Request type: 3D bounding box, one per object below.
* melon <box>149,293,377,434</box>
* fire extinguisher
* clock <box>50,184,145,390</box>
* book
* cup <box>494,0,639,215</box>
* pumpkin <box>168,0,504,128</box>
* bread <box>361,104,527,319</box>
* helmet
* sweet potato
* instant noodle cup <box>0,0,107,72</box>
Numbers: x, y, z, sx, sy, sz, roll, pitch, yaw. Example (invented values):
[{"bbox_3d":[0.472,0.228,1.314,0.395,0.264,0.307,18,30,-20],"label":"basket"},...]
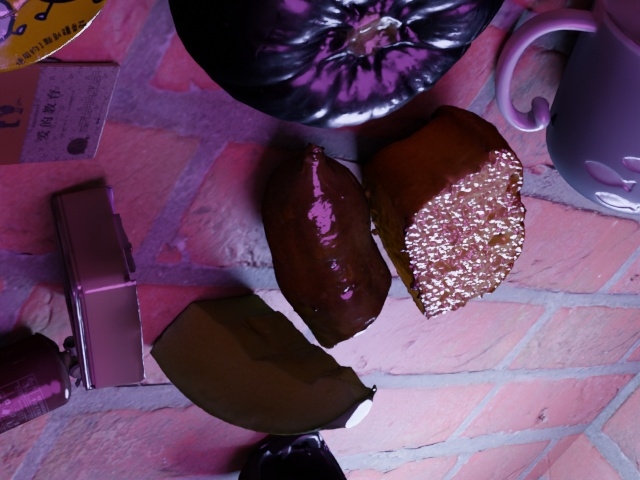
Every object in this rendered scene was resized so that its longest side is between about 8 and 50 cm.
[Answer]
[{"bbox_3d":[-0.058,0.178,1.339,0.196,0.323,0.124,-15,121,-37],"label":"melon"},{"bbox_3d":[-0.380,0.181,1.208,0.269,0.105,0.105,-24,145,-21],"label":"fire extinguisher"},{"bbox_3d":[-0.244,0.054,1.136,0.071,0.147,0.192,-10,141,-16],"label":"clock"},{"bbox_3d":[-0.285,-0.122,1.002,0.172,0.012,0.118,-8,136,-39],"label":"book"},{"bbox_3d":[0.408,-0.200,1.411,0.356,0.259,0.274,6,136,-7],"label":"cup"},{"bbox_3d":[0.016,-0.260,0.932,0.315,0.238,0.315,-10,138,-9],"label":"pumpkin"},{"bbox_3d":[0.155,-0.051,1.376,0.194,0.179,0.340,-32,150,-7],"label":"bread"},{"bbox_3d":[-0.042,0.432,1.773,0.216,0.189,0.193,1,139,-39],"label":"helmet"},{"bbox_3d":[0.000,0.000,1.318,0.157,0.158,0.370,-32,137,-9],"label":"sweet potato"},{"bbox_3d":[-0.258,-0.237,0.762,0.182,0.144,0.182,-27,147,-19],"label":"instant noodle cup"}]
